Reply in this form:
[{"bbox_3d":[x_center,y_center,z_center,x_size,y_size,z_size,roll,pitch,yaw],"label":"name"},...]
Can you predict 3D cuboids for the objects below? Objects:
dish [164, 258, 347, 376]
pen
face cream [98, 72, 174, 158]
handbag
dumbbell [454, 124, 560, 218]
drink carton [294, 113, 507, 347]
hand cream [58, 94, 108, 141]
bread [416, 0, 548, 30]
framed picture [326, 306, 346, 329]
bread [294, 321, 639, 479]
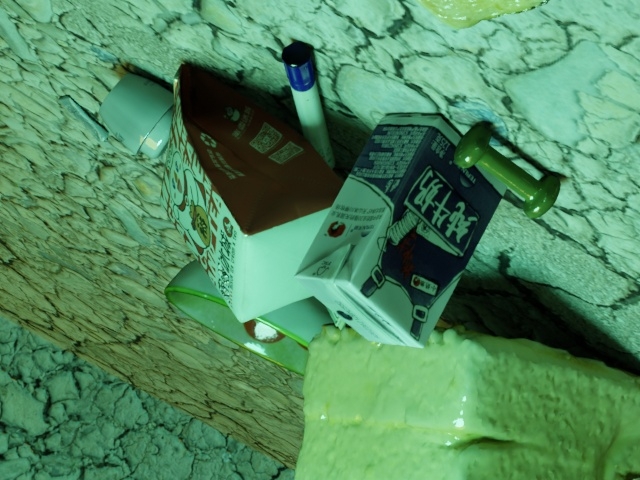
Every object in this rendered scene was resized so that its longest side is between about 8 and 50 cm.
[{"bbox_3d":[-0.061,0.095,2.502,0.324,0.124,0.324,25,168,6],"label":"dish"},{"bbox_3d":[-0.010,-0.146,1.925,0.033,0.033,0.269,23,161,17],"label":"pen"},{"bbox_3d":[-0.221,-0.156,2.116,0.095,0.091,0.091,37,161,-1],"label":"face cream"},{"bbox_3d":[-0.093,-0.071,1.984,0.298,0.151,0.171,55,154,35],"label":"handbag"},{"bbox_3d":[0.197,-0.072,1.781,0.118,0.052,0.046,34,138,-15],"label":"dumbbell"},{"bbox_3d":[0.087,-0.010,1.833,0.102,0.222,0.134,7,151,49],"label":"drink carton"},{"bbox_3d":[-0.328,-0.168,2.355,0.030,0.019,0.093,3,146,51],"label":"hand cream"},{"bbox_3d":[0.127,-0.236,1.417,0.106,0.082,0.125,29,154,-35],"label":"bread"},{"bbox_3d":[0.000,0.000,2.027,0.183,0.011,0.142,62,153,22],"label":"framed picture"},{"bbox_3d":[0.198,0.267,2.198,0.390,0.279,0.371,21,165,-35],"label":"bread"}]
